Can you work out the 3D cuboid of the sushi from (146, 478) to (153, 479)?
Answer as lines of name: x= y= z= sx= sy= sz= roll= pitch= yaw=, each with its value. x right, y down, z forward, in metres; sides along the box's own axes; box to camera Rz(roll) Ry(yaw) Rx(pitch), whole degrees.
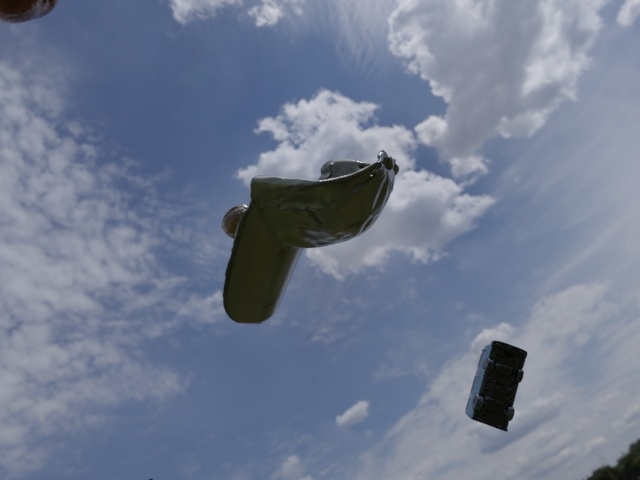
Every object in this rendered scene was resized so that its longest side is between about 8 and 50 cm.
sushi: x=-0.193 y=0.308 z=0.520 sx=0.120 sy=0.126 sz=0.026 roll=-20 pitch=-8 yaw=-16

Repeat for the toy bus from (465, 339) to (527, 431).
toy bus: x=0.264 y=0.219 z=0.843 sx=0.075 sy=0.060 sz=0.123 roll=93 pitch=-164 yaw=-77

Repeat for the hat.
hat: x=0.000 y=0.000 z=0.671 sx=0.214 sy=0.149 sz=0.244 roll=-30 pitch=-49 yaw=-60

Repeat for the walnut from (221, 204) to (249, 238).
walnut: x=-0.236 y=-0.054 z=1.653 sx=0.124 sy=0.105 sz=0.105 roll=-11 pitch=-37 yaw=-2

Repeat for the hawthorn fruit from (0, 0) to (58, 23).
hawthorn fruit: x=-0.538 y=-0.456 z=0.905 sx=0.200 sy=0.179 sz=0.179 roll=18 pitch=-50 yaw=-4
